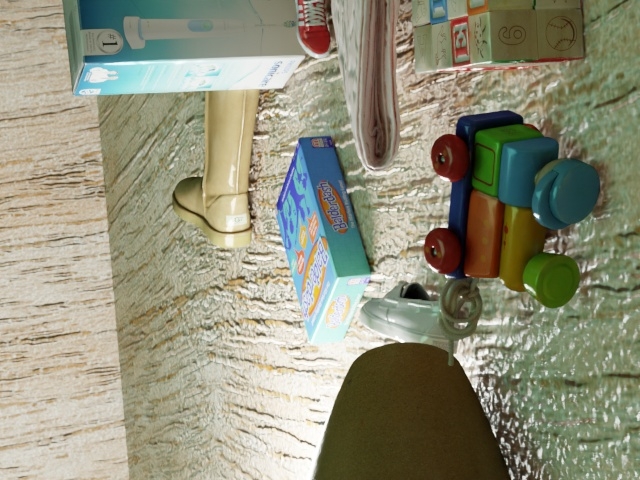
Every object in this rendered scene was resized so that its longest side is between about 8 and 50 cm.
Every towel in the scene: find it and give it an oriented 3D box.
[{"bbox_3d":[0.049,-0.287,1.571,0.332,0.053,0.317,-95,5,-54],"label":"towel"}]

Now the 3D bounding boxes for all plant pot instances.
[{"bbox_3d":[0.087,0.234,1.480,0.237,0.237,0.254,109,167,-51],"label":"plant pot"}]

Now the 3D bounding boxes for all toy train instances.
[{"bbox_3d":[0.169,0.023,1.343,0.143,0.105,0.248,32,125,52],"label":"toy train"}]

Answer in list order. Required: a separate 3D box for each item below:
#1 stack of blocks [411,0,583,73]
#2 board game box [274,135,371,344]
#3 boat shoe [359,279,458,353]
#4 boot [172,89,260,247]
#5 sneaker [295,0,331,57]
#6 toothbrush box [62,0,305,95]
[{"bbox_3d":[0.146,-0.299,1.339,0.171,0.087,0.297,-170,77,-72],"label":"stack of blocks"},{"bbox_3d":[0.000,0.000,1.923,0.160,0.047,0.210,111,149,-53],"label":"board game box"},{"bbox_3d":[0.095,0.075,1.629,0.184,0.066,0.063,-158,80,-73],"label":"boat shoe"},{"bbox_3d":[-0.152,-0.151,2.315,0.236,0.089,0.269,35,128,54],"label":"boot"},{"bbox_3d":[-0.007,-0.287,1.889,0.067,0.042,0.118,110,153,-58],"label":"sneaker"},{"bbox_3d":[-0.186,-0.316,2.028,0.126,0.295,0.216,137,126,-69],"label":"toothbrush box"}]
